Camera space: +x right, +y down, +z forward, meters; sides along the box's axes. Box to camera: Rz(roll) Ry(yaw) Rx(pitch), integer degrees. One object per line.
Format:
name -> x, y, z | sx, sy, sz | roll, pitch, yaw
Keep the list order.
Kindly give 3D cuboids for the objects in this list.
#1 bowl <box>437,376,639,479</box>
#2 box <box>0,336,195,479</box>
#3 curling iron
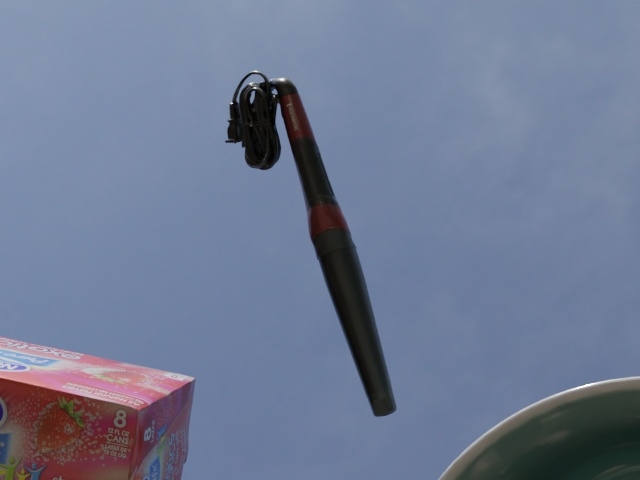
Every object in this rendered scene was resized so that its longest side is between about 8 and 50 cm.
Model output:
bowl -> 0.202, 0.227, 0.867 | 0.311, 0.163, 0.311 | 0, -89, 13
box -> -0.235, 0.143, 1.088 | 0.257, 0.128, 0.123 | 11, -83, 13
curling iron -> 0.000, 0.000, 1.084 | 0.068, 0.035, 0.274 | -37, -109, 41
